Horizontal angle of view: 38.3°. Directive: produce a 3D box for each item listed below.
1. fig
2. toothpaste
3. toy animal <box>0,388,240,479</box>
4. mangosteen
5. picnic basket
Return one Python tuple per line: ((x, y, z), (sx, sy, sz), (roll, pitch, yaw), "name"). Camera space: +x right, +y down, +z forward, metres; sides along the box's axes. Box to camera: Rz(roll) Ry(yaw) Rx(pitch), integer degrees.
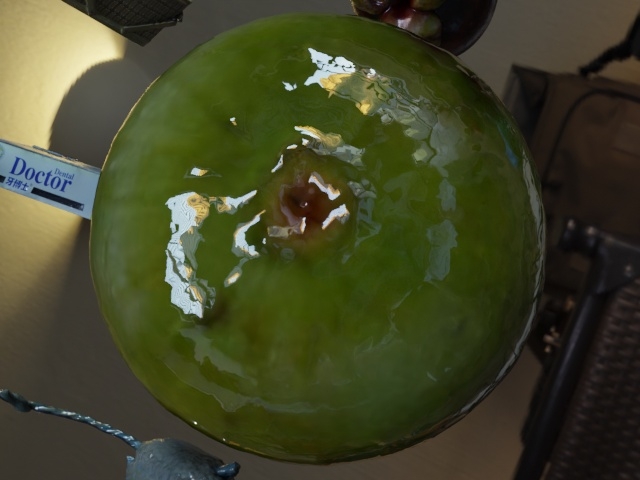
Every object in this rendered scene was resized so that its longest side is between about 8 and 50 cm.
((0.000, 0.000, 0.638), (0.316, 0.316, 0.316), (-51, -26, -37), "fig")
((-0.285, -0.060, 1.196), (0.081, 0.337, 0.067), (11, -84, -68), "toothpaste")
((-0.154, 0.182, 0.774), (0.070, 0.253, 0.079), (-46, -31, -35), "toy animal")
((0.107, -0.285, 1.018), (0.200, 0.200, 0.199), (-51, -26, -37), "mangosteen")
((-0.230, -0.299, 1.014), (0.079, 0.115, 0.164), (-37, -28, 18), "picnic basket")
